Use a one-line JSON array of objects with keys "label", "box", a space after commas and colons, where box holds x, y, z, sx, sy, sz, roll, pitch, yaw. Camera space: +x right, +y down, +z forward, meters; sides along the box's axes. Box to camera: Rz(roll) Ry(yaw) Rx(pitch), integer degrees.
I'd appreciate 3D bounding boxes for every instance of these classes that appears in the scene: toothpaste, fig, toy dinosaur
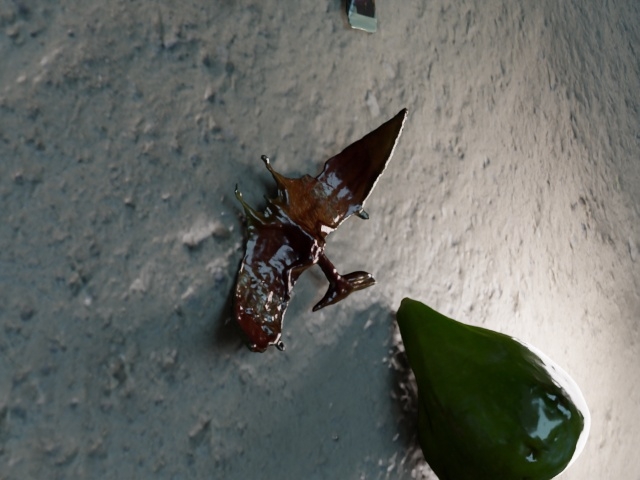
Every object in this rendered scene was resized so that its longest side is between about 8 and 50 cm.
[{"label": "toothpaste", "box": [0.047, -0.385, 1.116, 0.062, 0.037, 0.216, -3, 88, -47]}, {"label": "fig", "box": [0.188, 0.180, 1.038, 0.206, 0.206, 0.275, -29, 81, -45]}, {"label": "toy dinosaur", "box": [-0.008, -0.003, 0.918, 0.327, 0.113, 0.206, -25, 99, -44]}]
